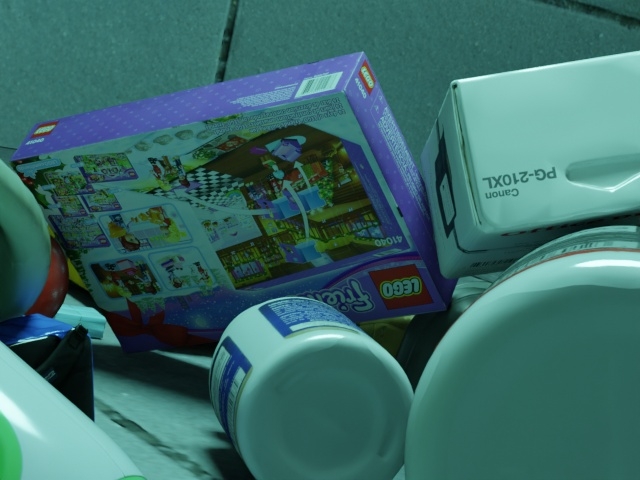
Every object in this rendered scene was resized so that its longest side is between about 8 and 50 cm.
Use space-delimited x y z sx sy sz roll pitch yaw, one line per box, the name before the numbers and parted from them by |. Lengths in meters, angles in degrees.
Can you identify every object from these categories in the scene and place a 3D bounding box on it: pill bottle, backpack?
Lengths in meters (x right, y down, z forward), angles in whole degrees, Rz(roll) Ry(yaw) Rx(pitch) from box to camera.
pill bottle | -0.013 0.096 1.164 0.112 0.112 0.186 10 7 -13
pill bottle | 0.173 0.098 1.035 0.210 0.210 0.363 13 6 10
backpack | -0.190 0.094 0.945 0.120 0.098 0.101 -11 10 -40

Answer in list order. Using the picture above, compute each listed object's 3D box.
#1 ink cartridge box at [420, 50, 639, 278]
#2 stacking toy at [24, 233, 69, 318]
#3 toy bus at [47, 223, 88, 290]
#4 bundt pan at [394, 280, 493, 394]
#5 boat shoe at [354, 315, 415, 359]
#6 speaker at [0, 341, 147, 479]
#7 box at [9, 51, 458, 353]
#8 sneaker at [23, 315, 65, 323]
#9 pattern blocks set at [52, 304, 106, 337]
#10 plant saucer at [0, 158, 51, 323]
ink cartridge box | 0.165 -0.047 1.198 0.172 0.100 0.237 -9 -8 -3
stacking toy | -0.318 0.012 1.291 0.330 0.141 0.141 10 6 -43
toy bus | -0.150 0.006 1.651 0.108 0.130 0.332 9 7 -28
bundt pan | 0.205 0.113 1.380 0.330 0.124 0.331 11 6 -1
boat shoe | 0.059 0.080 1.525 0.096 0.098 0.277 18 10 43
speaker | -0.196 0.057 0.682 0.296 0.131 0.131 38 14 17
box | -0.064 -0.020 1.361 0.293 0.201 0.057 -9 34 28
sneaker | -0.231 0.070 1.224 0.084 0.058 0.152 14 -1 -41
pattern blocks set | -0.355 0.033 1.509 0.324 0.026 0.285 8 7 -33
plant saucer | -0.338 -0.037 0.921 0.400 0.101 0.400 -1 -25 0
